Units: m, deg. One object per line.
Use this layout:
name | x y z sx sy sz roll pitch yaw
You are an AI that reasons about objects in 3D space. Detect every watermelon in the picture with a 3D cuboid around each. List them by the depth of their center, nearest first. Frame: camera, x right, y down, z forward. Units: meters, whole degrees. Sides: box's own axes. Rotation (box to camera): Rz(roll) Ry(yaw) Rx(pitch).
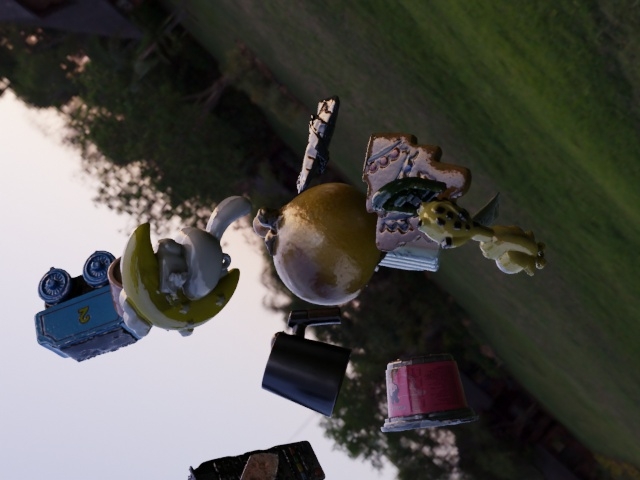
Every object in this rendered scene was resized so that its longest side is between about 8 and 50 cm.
watermelon | -0.143 0.555 1.622 0.095 0.241 0.154 12 144 5

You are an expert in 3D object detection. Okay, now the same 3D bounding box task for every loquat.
loquat | 0.000 0.000 2.058 0.360 0.328 0.328 23 -176 -5

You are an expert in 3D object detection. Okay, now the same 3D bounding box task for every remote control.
remote control | -0.157 0.606 1.996 0.399 0.062 0.144 3 -131 -44

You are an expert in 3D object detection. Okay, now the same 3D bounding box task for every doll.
doll | -0.232 0.050 1.341 0.237 0.252 0.111 -6 -158 -35
doll | 0.314 -0.010 1.530 0.291 0.117 0.086 18 149 -18

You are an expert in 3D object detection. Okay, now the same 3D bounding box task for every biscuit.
biscuit | 0.184 -0.124 1.754 0.043 0.278 0.301 5 -136 -51

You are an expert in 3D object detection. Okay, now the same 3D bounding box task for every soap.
soap | 0.215 -0.002 2.812 0.446 0.156 0.261 8 169 12

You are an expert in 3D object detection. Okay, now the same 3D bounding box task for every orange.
orange | -0.174 -0.050 2.495 0.083 0.083 0.070 42 -177 36

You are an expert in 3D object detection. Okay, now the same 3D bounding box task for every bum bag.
bum bag | -0.005 -0.228 1.871 0.060 0.248 0.123 13 -176 -14

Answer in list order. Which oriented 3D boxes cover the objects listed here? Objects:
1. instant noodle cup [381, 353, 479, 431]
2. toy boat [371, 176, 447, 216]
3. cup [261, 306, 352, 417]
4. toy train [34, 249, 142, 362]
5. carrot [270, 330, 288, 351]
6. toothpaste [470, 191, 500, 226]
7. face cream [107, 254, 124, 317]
instant noodle cup | 0.275 0.396 2.058 0.258 0.181 0.302 4 163 -41
toy boat | 0.177 -0.089 1.587 0.210 0.104 0.052 3 -130 -50
cup | -0.023 0.282 1.856 0.177 0.239 0.166 17 140 7
toy train | -0.630 0.188 2.188 0.188 0.300 0.265 62 -172 -61
carrot | -0.108 0.332 2.157 0.060 0.060 0.186 43 140 49
toothpaste | 0.391 -0.056 1.875 0.037 0.067 0.255 6 -160 29
face cream | -0.428 0.107 1.878 0.149 0.149 0.104 42 144 39
